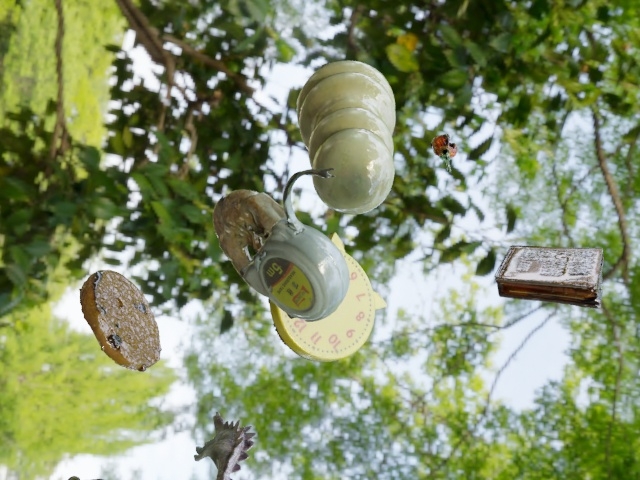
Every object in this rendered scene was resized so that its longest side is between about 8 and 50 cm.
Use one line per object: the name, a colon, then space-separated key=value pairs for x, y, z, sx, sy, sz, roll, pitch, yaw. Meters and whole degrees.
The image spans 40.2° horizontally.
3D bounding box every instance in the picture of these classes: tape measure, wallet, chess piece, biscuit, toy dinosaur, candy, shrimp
tape measure: x=0.000 y=-0.001 z=1.217 sx=0.084 sy=0.164 sz=0.330 roll=-50 pitch=179 yaw=-40
wallet: x=0.369 y=0.047 z=1.392 sx=0.195 sy=0.161 sz=0.042 roll=-44 pitch=137 yaw=-62
chess piece: x=0.046 y=-0.157 z=1.428 sx=0.330 sy=0.182 sz=0.182 roll=-91 pitch=-160 yaw=-60
biscuit: x=-0.525 y=0.211 z=2.291 sx=0.075 sy=0.296 sz=0.296 roll=-28 pitch=-135 yaw=17
toy dinosaur: x=-0.118 y=0.271 z=1.086 sx=0.082 sy=0.039 sz=0.209 roll=-39 pitch=-155 yaw=10
candy: x=0.239 y=-0.159 z=1.663 sx=0.049 sy=0.055 sz=0.185 roll=-61 pitch=-173 yaw=22
shrimp: x=-0.112 y=0.018 z=1.905 sx=0.360 sy=0.085 sz=0.247 roll=24 pitch=-54 yaw=38

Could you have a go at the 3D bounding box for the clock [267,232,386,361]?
clock: x=0.017 y=0.143 z=2.071 sx=0.293 sy=0.277 sz=0.071 roll=-48 pitch=-167 yaw=-31

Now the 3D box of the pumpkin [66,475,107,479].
pumpkin: x=-0.293 y=0.397 z=1.193 sx=0.183 sy=0.107 sz=0.119 roll=84 pitch=18 yaw=-58
